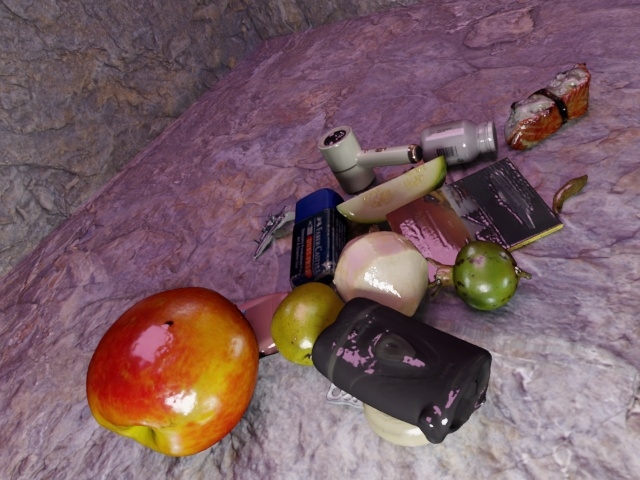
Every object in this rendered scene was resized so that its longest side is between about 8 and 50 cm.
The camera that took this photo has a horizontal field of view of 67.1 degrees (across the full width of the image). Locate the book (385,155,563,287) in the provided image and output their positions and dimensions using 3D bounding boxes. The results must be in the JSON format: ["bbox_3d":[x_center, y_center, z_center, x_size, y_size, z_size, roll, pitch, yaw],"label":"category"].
[{"bbox_3d":[0.386,-0.052,1.264,0.374,0.028,0.262,-25,52,5],"label":"book"}]

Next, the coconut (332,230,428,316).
[{"bbox_3d":[0.146,0.091,1.149,0.198,0.236,0.237,-1,28,-24],"label":"coconut"}]

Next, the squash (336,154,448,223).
[{"bbox_3d":[0.220,-0.128,1.384,0.289,0.111,0.203,-29,5,-37],"label":"squash"}]

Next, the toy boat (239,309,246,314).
[{"bbox_3d":[-0.266,0.200,1.342,0.173,0.069,0.058,0,56,46],"label":"toy boat"}]

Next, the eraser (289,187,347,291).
[{"bbox_3d":[0.000,0.000,1.373,0.155,0.102,0.331,-26,44,28],"label":"eraser"}]

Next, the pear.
[{"bbox_3d":[-0.023,0.203,1.156,0.198,0.198,0.198,-18,38,15],"label":"pear"}]

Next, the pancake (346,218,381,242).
[{"bbox_3d":[0.074,0.026,1.413,0.242,0.050,0.241,-25,40,23],"label":"pancake"}]

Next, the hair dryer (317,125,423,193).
[{"bbox_3d":[0.177,-0.266,1.534,0.362,0.203,0.128,2,46,42],"label":"hair dryer"}]

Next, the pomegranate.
[{"bbox_3d":[0.349,0.081,1.099,0.156,0.156,0.220,-52,18,-28],"label":"pomegranate"}]

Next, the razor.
[{"bbox_3d":[0.147,0.236,0.937,0.349,0.113,0.204,20,52,43],"label":"razor"}]

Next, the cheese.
[{"bbox_3d":[0.125,0.342,0.980,0.249,0.070,0.163,-15,37,17],"label":"cheese"}]

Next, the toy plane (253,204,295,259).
[{"bbox_3d":[-0.169,-0.041,1.626,0.234,0.082,0.160,-46,13,-23],"label":"toy plane"}]

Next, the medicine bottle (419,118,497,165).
[{"bbox_3d":[0.428,-0.304,1.492,0.216,0.135,0.135,-6,42,28],"label":"medicine bottle"}]

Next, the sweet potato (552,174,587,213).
[{"bbox_3d":[0.628,-0.122,1.228,0.153,0.038,0.041,-43,16,-15],"label":"sweet potato"}]

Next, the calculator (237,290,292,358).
[{"bbox_3d":[-0.209,0.254,1.328,0.330,0.048,0.220,-24,38,11],"label":"calculator"}]

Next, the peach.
[{"bbox_3d":[-0.322,0.284,1.111,0.389,0.388,0.388,-18,38,15],"label":"peach"}]

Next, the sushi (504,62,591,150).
[{"bbox_3d":[0.683,-0.399,1.445,0.332,0.124,0.130,-32,44,0],"label":"sushi"}]
